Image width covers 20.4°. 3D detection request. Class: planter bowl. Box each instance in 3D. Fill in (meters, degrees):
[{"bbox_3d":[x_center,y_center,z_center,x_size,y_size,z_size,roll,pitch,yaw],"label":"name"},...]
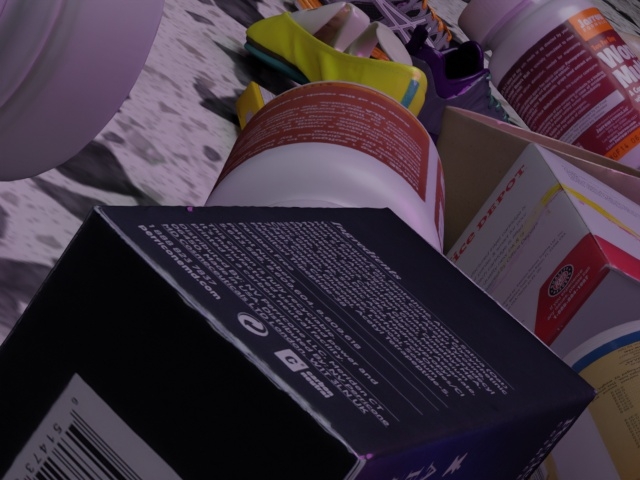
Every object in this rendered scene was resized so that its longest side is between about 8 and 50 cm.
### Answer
[{"bbox_3d":[0.139,-0.011,1.156,0.162,0.109,0.162,19,8,-3],"label":"planter bowl"}]

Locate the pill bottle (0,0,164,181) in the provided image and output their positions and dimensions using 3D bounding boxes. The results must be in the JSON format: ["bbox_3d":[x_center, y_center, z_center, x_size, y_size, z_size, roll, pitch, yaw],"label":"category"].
[{"bbox_3d":[-0.239,-0.136,0.645,0.361,0.204,0.204,13,28,-50],"label":"pill bottle"}]

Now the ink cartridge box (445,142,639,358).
[{"bbox_3d":[0.150,0.052,1.010,0.127,0.128,0.176,30,18,-19],"label":"ink cartridge box"}]

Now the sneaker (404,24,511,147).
[{"bbox_3d":[0.126,-0.106,1.440,0.224,0.098,0.083,12,28,-52],"label":"sneaker"}]

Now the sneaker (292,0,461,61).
[{"bbox_3d":[0.073,-0.203,1.630,0.215,0.083,0.084,24,18,-39],"label":"sneaker"}]

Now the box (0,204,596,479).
[{"bbox_3d":[-0.022,0.078,0.570,0.108,0.153,0.207,42,19,20],"label":"box"}]

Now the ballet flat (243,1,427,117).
[{"bbox_3d":[0.016,-0.130,1.281,0.077,0.077,0.231,29,10,-30],"label":"ballet flat"}]

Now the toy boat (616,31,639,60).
[{"bbox_3d":[0.357,-0.094,1.818,0.267,0.148,0.318,39,9,-6],"label":"toy boat"}]

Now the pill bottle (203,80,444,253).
[{"bbox_3d":[0.000,0.000,0.876,0.121,0.121,0.216,34,17,-6],"label":"pill bottle"}]

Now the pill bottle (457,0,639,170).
[{"bbox_3d":[0.234,-0.151,1.660,0.221,0.121,0.121,53,20,11],"label":"pill bottle"}]

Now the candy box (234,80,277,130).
[{"bbox_3d":[0.001,-0.033,1.126,0.105,0.027,0.206,34,16,-20],"label":"candy box"}]

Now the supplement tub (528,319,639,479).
[{"bbox_3d":[0.176,0.137,0.805,0.144,0.144,0.199,30,18,-18],"label":"supplement tub"}]
